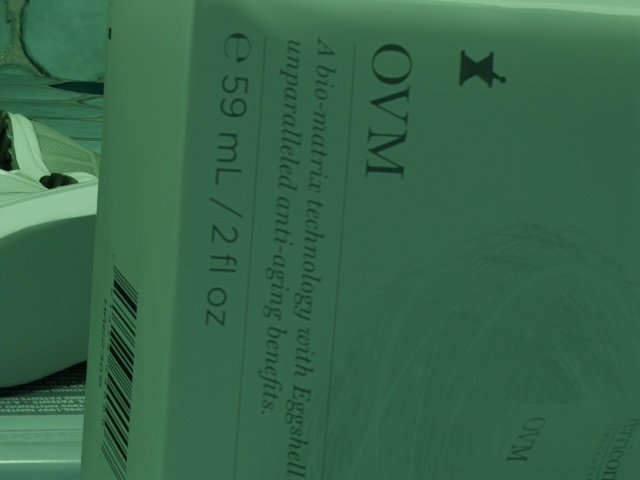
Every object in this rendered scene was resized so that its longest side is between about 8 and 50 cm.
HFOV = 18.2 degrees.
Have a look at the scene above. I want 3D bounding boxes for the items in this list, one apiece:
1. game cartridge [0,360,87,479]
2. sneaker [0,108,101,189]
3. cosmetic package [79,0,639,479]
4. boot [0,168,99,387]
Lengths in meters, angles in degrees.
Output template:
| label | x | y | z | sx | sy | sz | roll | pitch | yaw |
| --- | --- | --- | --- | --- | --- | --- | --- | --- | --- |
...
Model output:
| label | x | y | z | sx | sy | sz | roll | pitch | yaw |
| --- | --- | --- | --- | --- | --- | --- | --- | --- | --- |
| game cartridge | -0.109 | 0.082 | 0.788 | 0.294 | 0.060 | 0.196 | 1 | 6 | -20 |
| sneaker | -0.149 | -0.009 | 1.231 | 0.108 | 0.100 | 0.271 | 10 | 12 | -29 |
| cosmetic package | 0.052 | 0.040 | 0.584 | 0.225 | 0.224 | 0.138 | 2 | 9 | -16 |
| boot | -0.096 | -0.006 | 0.861 | 0.123 | 0.095 | 0.258 | 22 | 20 | 40 |
